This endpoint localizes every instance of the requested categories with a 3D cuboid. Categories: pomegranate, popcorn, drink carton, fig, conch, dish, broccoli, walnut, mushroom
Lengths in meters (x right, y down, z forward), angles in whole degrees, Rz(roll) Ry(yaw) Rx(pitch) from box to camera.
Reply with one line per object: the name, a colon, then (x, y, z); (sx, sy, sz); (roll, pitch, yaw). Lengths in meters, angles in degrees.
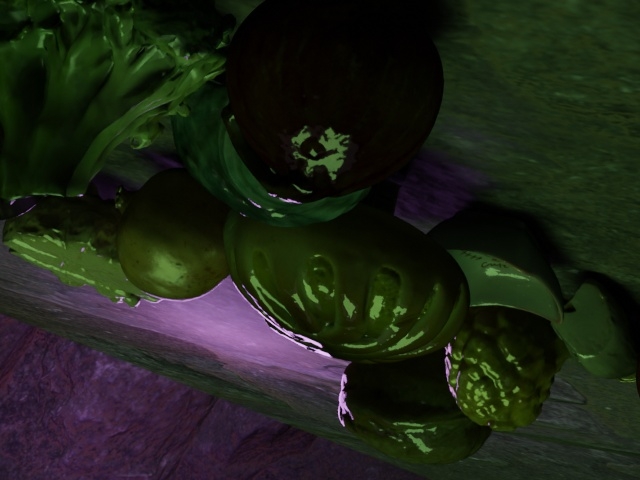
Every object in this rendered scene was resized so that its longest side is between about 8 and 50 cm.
pomegranate: (-0.197, -0.014, 1.778); (0.196, 0.196, 0.196); (16, 165, 4)
popcorn: (0.275, 0.161, 1.880); (0.203, 0.226, 0.200); (-14, -175, -1)
drink carton: (0.007, -0.067, 1.598); (0.165, 0.056, 0.071); (21, 158, -17)
fig: (0.008, -0.123, 1.145); (0.205, 0.205, 0.205); (16, 165, 4)
conch: (-0.042, -0.101, 1.339); (0.220, 0.195, 0.277); (29, -166, -19)
dish: (0.223, 0.027, 1.655); (0.151, 0.077, 0.212); (11, 164, 28)
broccoli: (-0.214, -0.138, 1.223); (0.247, 0.246, 0.288); (12, 172, -17)
walnut: (0.173, 0.274, 2.315); (0.282, 0.227, 0.283); (-6, -166, 2)
mushroom: (0.387, 0.136, 1.793); (0.096, 0.108, 0.247); (-21, 149, 24)

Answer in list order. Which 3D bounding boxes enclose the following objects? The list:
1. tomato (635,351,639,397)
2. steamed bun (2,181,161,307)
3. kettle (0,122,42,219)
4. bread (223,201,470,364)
tomato: (0.499, 0.168, 1.742); (0.155, 0.181, 0.214); (33, 160, 11)
steamed bun: (-0.347, -0.009, 2.043); (0.292, 0.137, 0.295); (3, 155, 43)
kettle: (-0.452, -0.133, 1.671); (0.202, 0.144, 0.232); (-10, 158, -6)
bread: (0.026, 0.055, 1.557); (0.333, 0.160, 0.333); (21, 168, 5)
